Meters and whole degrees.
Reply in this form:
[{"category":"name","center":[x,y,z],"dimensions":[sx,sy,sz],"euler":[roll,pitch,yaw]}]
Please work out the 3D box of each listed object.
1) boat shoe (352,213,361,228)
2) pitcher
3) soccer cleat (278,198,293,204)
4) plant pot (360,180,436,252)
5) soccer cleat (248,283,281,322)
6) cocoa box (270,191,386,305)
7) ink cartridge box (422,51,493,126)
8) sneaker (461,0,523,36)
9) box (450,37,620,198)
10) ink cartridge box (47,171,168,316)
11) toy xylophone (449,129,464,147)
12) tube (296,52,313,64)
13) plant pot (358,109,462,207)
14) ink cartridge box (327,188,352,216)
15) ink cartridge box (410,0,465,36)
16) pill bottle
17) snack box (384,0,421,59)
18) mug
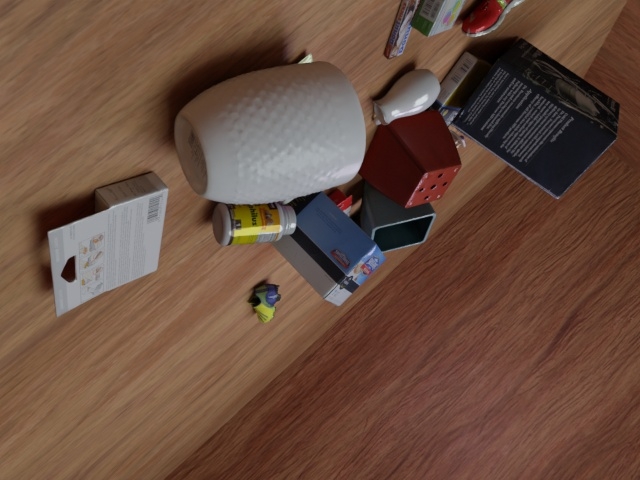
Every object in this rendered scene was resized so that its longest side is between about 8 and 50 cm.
[{"category":"boat shoe","center":[0.226,-0.108,2.280],"dimensions":[0.355,0.132,0.130],"euler":[-39,153,-41]},{"category":"pitcher","center":[0.261,-0.440,1.660],"dimensions":[0.207,0.125,0.178],"euler":[-32,-179,-2]},{"category":"soccer cleat","center":[-0.047,-0.232,1.470],"dimensions":[0.318,0.108,0.116],"euler":[-46,157,11]},{"category":"plant pot","center":[0.275,-0.125,2.070],"dimensions":[0.247,0.252,0.248],"euler":[-13,155,-7]},{"category":"soccer cleat","center":[-0.240,0.257,2.163],"dimensions":[0.121,0.093,0.289],"euler":[-3,150,-17]},{"category":"cocoa box","center":[0.000,0.000,1.667],"dimensions":[0.228,0.347,0.231],"euler":[-45,161,0]},{"category":"ink cartridge box","center":[0.526,-0.554,2.013],"dimensions":[0.307,0.072,0.303],"euler":[-12,143,-54]},{"category":"sneaker","center":[0.530,-0.744,1.619],"dimensions":[0.279,0.107,0.118],"euler":[-46,143,-6]},{"category":"box","center":[0.817,-0.475,1.982],"dimensions":[0.480,0.472,0.297],"euler":[-45,171,-50]},{"category":"ink cartridge box","center":[-0.473,0.009,1.157],"dimensions":[0.261,0.066,0.296],"euler":[-28,155,-39]},{"category":"toy xylophone","center":[0.453,-0.345,2.193],"dimensions":[0.323,0.081,0.236],"euler":[-35,167,21]},{"category":"tube","center":[-0.030,-0.360,1.312],"dimensions":[0.240,0.062,0.070],"euler":[56,42,-66]},{"category":"plant pot","center":[0.337,-0.271,1.874],"dimensions":[0.267,0.235,0.267],"euler":[-16,149,-30]},{"category":"ink cartridge box","center":[0.038,-0.098,1.953],"dimensions":[0.134,0.078,0.231],"euler":[-37,161,-19]},{"category":"ink cartridge box","center":[0.338,-0.633,1.434],"dimensions":[0.209,0.062,0.109],"euler":[-36,159,-43]},{"category":"pill bottle","center":[-0.180,-0.050,1.455],"dimensions":[0.215,0.117,0.117],"euler":[-5,142,-30]},{"category":"snack box","center":[0.221,-0.574,1.416],"dimensions":[0.064,0.022,0.178],"euler":[-34,158,-31]},{"category":"mug","center":[-0.140,-0.205,1.142],"dimensions":[0.328,0.276,0.374],"euler":[-19,-179,-29]}]
